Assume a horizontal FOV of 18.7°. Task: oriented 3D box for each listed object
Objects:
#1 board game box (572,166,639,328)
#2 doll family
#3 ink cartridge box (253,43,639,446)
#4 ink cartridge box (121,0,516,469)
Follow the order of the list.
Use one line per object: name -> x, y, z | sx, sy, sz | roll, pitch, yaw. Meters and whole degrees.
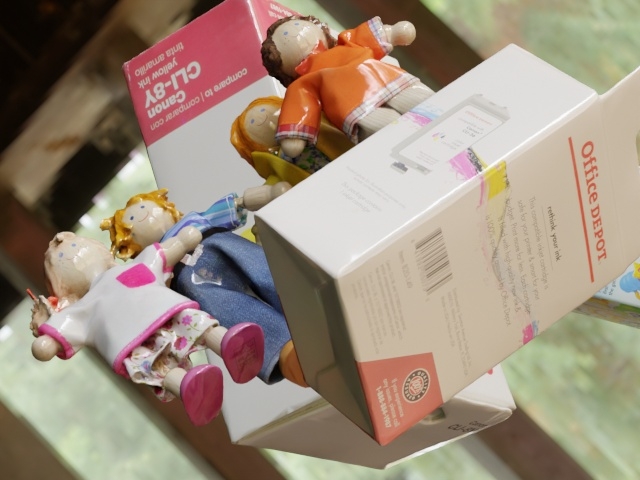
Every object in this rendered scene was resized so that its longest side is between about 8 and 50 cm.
board game box -> 0.313, 0.007, 1.978 | 0.142, 0.275, 0.144 | 37, -111, -68
doll family -> -0.034, -0.003, 1.022 | 0.263, 0.163, 0.118 | -45, -39, -14
ink cartridge box -> 0.075, -0.009, 0.914 | 0.198, 0.067, 0.115 | -33, -46, -20
ink cartridge box -> 0.000, 0.000, 1.776 | 0.160, 0.384, 0.279 | -28, -24, 24
